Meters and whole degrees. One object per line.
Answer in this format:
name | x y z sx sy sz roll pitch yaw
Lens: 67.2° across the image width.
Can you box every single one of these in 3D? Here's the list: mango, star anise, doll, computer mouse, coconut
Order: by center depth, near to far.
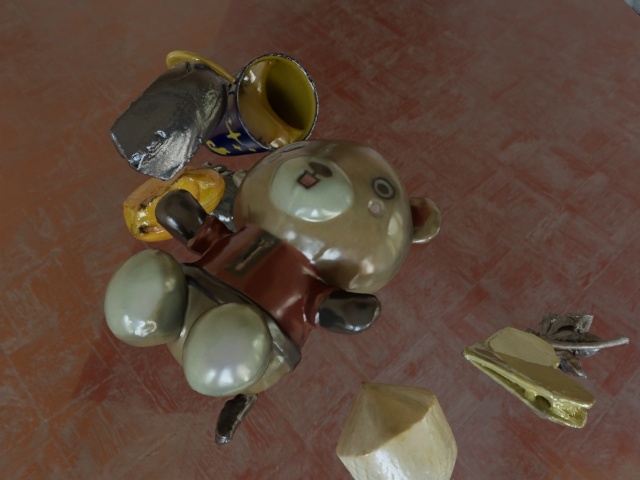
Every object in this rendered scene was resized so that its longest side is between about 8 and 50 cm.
doll | -0.033 0.021 0.483 0.235 0.174 0.330 26 55 25
computer mouse | -0.231 -0.198 0.773 0.122 0.073 0.217 42 78 -20
star anise | 0.485 0.220 0.992 0.081 0.262 0.230 48 51 -4
mango | -0.329 -0.091 1.109 0.252 0.154 0.126 -33 42 -31
coconut | 0.193 0.509 1.261 0.328 0.329 0.329 1 58 -1
doll | -0.244 -0.131 1.532 0.382 0.378 0.252 39 41 -15

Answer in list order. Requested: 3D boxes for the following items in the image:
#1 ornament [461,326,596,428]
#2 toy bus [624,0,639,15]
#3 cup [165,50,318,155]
ornament | 0.308 0.200 0.757 0.180 0.059 0.201 16 15 -4
toy bus | 0.430 -0.429 0.574 0.137 0.112 0.317 16 79 -14
cup | -0.167 -0.292 0.965 0.178 0.255 0.256 -45 28 -24
